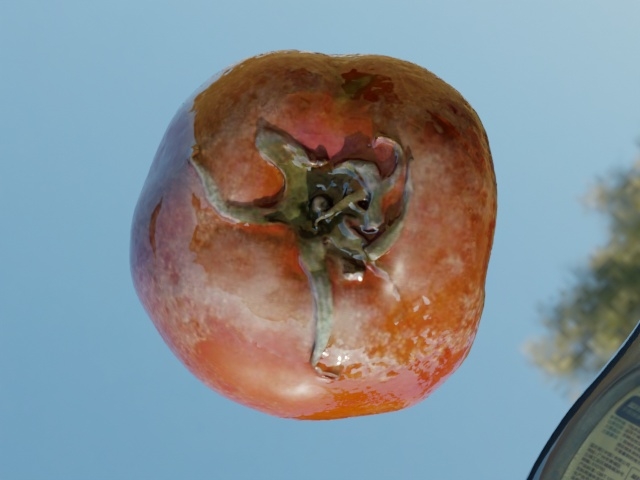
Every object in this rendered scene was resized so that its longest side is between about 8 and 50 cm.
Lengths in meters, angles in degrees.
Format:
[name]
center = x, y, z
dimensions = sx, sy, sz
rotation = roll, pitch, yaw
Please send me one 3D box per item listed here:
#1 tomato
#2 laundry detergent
[tomato]
center = -0.004, -0.001, 1.110
dimensions = 0.232, 0.232, 0.188
rotation = 46, 172, 13
[laundry detergent]
center = 0.182, 0.072, 0.894
dimensions = 0.096, 0.206, 0.061
rotation = 32, 168, 13
